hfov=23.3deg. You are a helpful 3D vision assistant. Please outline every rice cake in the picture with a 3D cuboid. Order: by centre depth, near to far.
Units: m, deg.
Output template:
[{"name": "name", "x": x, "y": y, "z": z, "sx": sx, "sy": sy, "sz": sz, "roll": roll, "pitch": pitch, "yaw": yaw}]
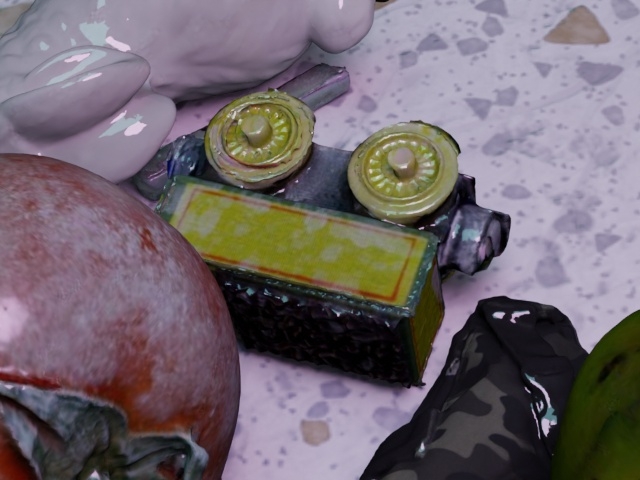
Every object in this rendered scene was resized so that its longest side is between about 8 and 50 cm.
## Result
[{"name": "rice cake", "x": -0.062, "y": -0.094, "z": 1.281, "sx": 0.207, "sy": 0.033, "sz": 0.033, "roll": -30, "pitch": 56, "yaw": -17}]

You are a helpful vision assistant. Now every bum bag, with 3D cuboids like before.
[{"name": "bum bag", "x": 0.087, "y": 0.169, "z": 1.020, "sx": 0.144, "sy": 0.095, "sz": 0.340, "roll": 28, "pitch": 54, "yaw": 22}]

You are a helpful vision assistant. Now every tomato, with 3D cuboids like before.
[{"name": "tomato", "x": -0.200, "y": 0.102, "z": 0.971, "sx": 0.282, "sy": 0.317, "sz": 0.316, "roll": 27, "pitch": 59, "yaw": 36}]

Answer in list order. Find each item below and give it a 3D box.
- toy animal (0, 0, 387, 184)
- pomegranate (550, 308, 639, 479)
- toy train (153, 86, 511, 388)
[{"name": "toy animal", "x": -0.149, "y": -0.152, "z": 1.249, "sx": 0.258, "sy": 0.194, "sz": 0.357, "roll": 31, "pitch": 70, "yaw": 38}, {"name": "pomegranate", "x": 0.270, "y": 0.119, "z": 0.962, "sx": 0.236, "sy": 0.236, "sz": 0.302, "roll": 16, "pitch": 30, "yaw": 18}, {"name": "toy train", "x": 0.000, "y": 0.000, "z": 1.142, "sx": 0.260, "sy": 0.134, "sz": 0.177, "roll": 13, "pitch": 62, "yaw": 16}]
